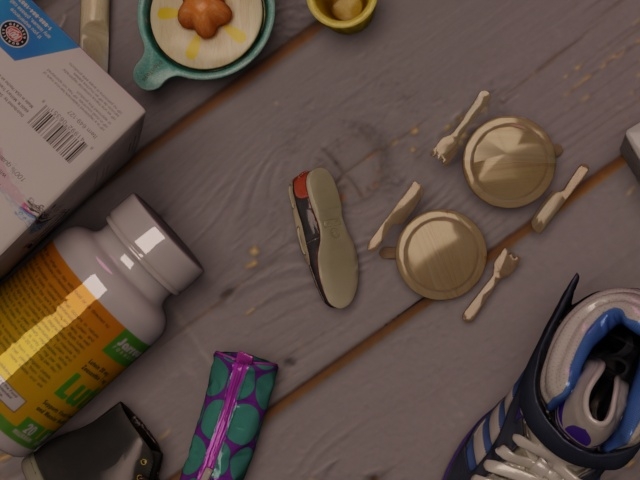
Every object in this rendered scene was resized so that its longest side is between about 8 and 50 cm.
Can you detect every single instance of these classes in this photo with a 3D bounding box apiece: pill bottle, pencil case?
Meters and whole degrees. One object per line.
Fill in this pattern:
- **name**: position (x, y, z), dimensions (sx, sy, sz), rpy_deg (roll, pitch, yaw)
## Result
- **pill bottle**: position (-0.232, 0.074, 1.444), dimensions (0.246, 0.136, 0.136), rpy_deg (-42, 80, 0)
- **pencil case**: position (-0.088, 0.179, 1.447), dimensions (0.064, 0.070, 0.151), rpy_deg (15, 84, 9)

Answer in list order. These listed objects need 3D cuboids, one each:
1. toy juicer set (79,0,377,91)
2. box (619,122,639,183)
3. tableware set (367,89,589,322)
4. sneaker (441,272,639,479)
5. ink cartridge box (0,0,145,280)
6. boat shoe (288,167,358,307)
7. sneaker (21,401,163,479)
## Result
- **toy juicer set**: position (-0.123, -0.252, 1.498), dimensions (0.329, 0.089, 0.209), rpy_deg (-20, 81, 5)
- **box**: position (0.344, -0.074, 1.418), dimensions (0.101, 0.087, 0.102), rpy_deg (-29, 81, 3)
- **tableware set**: position (0.145, -0.032, 1.464), dimensions (0.128, 0.039, 0.194), rpy_deg (37, 94, -2)
- **sneaker**: position (0.192, 0.180, 1.327), dimensions (0.130, 0.236, 0.322), rpy_deg (34, 87, 10)
- **ink cartridge box**: position (-0.302, -0.076, 1.393), dimensions (0.171, 0.168, 0.232), rpy_deg (45, 75, 0)
- **boat shoe**: position (0.000, 0.000, 1.474), dimensions (0.043, 0.049, 0.137), rpy_deg (-20, 81, 47)
- **sneaker**: position (-0.176, 0.265, 1.439), dimensions (0.118, 0.083, 0.222), rpy_deg (-34, 79, 1)
